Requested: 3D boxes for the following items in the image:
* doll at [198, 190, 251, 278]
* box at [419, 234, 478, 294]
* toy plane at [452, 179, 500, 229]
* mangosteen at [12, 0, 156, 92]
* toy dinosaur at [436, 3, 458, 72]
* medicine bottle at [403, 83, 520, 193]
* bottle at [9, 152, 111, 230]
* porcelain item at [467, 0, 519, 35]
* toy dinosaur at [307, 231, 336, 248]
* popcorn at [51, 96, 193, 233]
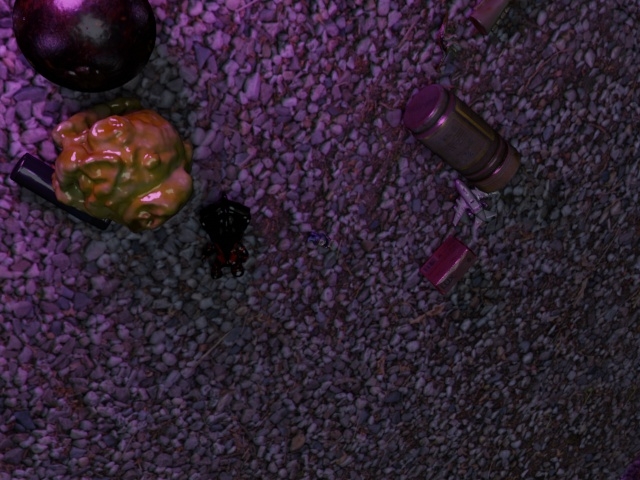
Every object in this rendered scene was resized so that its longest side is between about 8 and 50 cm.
[{"bbox_3d":[-0.246,-0.015,1.736,0.127,0.088,0.249,-25,130,-32],"label":"doll"},{"bbox_3d":[0.375,0.070,1.982,0.060,0.111,0.156,38,97,-29],"label":"box"},{"bbox_3d":[0.440,-0.111,1.959,0.162,0.066,0.171,-37,124,10],"label":"toy plane"},{"bbox_3d":[-0.477,-0.446,1.375,0.287,0.288,0.288,-7,114,-17],"label":"mangosteen"},{"bbox_3d":[0.332,-0.527,1.758,0.058,0.037,0.180,-14,116,-20],"label":"toy dinosaur"},{"bbox_3d":[0.379,-0.272,1.815,0.322,0.151,0.151,33,98,-28],"label":"medicine bottle"},{"bbox_3d":[-0.593,-0.107,1.571,0.244,0.072,0.082,34,134,-28],"label":"bottle"},{"bbox_3d":[0.480,-0.639,1.755,0.084,0.054,0.213,38,96,-31],"label":"porcelain item"},{"bbox_3d":[0.000,0.000,1.848,0.083,0.047,0.031,12,108,-25],"label":"toy dinosaur"},{"bbox_3d":[-0.438,-0.161,1.479,0.311,0.312,0.313,-7,114,-17],"label":"popcorn"}]
